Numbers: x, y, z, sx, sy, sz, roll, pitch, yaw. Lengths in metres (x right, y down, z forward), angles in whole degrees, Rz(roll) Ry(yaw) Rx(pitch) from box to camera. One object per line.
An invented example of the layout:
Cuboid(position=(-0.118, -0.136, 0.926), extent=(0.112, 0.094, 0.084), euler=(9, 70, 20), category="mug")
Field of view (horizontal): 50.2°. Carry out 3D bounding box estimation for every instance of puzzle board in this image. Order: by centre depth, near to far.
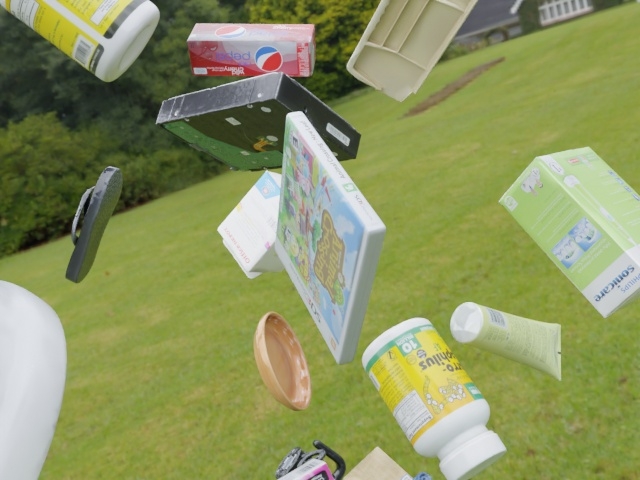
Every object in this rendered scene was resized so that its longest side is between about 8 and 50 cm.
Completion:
Cuboid(position=(0.119, 0.449, 1.243), extent=(0.096, 0.011, 0.128), euler=(-33, 56, -33), category="puzzle board")

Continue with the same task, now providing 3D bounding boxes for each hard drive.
Cuboid(position=(-0.122, -0.216, 1.315), extent=(0.339, 0.064, 0.237), euler=(-2, -22, 42), category="hard drive")

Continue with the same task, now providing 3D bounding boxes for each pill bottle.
Cuboid(position=(0.156, 0.220, 0.936), extent=(0.117, 0.208, 0.118), euler=(-24, -30, -15), category="pill bottle")
Cuboid(position=(-0.504, -0.485, 1.347), extent=(0.188, 0.334, 0.188), euler=(-50, 12, 15), category="pill bottle")

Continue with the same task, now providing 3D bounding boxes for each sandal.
Cuboid(position=(-0.445, -0.029, 1.298), extent=(0.054, 0.254, 0.097), euler=(27, 22, -2), category="sandal")

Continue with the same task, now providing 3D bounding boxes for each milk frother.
Cuboid(position=(-0.006, 0.514, 1.471), extent=(0.129, 0.134, 0.143), euler=(-49, 8, 0), category="milk frother")

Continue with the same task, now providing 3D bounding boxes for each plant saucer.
Cuboid(position=(-0.077, 0.237, 1.329), extent=(0.037, 0.200, 0.200), euler=(-23, 6, 13), category="plant saucer")

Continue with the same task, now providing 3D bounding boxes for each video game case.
Cuboid(position=(0.000, 0.000, 0.747), extent=(0.023, 0.212, 0.193), euler=(-14, 49, -22), category="video game case")

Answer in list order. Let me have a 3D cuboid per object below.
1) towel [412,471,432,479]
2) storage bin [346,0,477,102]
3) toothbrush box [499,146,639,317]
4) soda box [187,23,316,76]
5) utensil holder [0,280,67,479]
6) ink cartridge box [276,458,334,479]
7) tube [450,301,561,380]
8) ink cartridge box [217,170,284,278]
Cuboid(position=(0.102, 0.328, 0.773), extent=(0.029, 0.119, 0.067), euler=(12, 19, -5), category="towel")
Cuboid(position=(0.164, -0.402, 1.092), extent=(0.260, 0.123, 0.262), euler=(-55, 13, 48), category="storage bin")
Cuboid(position=(0.502, -0.026, 1.244), extent=(0.206, 0.283, 0.122), euler=(-15, -32, -42), category="toothbrush box")
Cuboid(position=(-0.144, -0.408, 1.463), extent=(0.263, 0.083, 0.092), euler=(3, 40, 5), category="soda box")
Cuboid(position=(-0.411, 0.081, 0.390), extent=(0.327, 0.385, 0.328), euler=(-25, 43, 26), category="utensil holder")
Cuboid(position=(0.001, 0.550, 1.059), extent=(0.175, 0.371, 0.069), euler=(-23, 0, -24), category="ink cartridge box")
Cuboid(position=(0.298, 0.151, 1.045), extent=(0.240, 0.070, 0.062), euler=(19, 19, -35), category="tube")
Cuboid(position=(-0.077, -0.019, 1.042), extent=(0.143, 0.092, 0.090), euler=(-46, -25, 21), category="ink cartridge box")
